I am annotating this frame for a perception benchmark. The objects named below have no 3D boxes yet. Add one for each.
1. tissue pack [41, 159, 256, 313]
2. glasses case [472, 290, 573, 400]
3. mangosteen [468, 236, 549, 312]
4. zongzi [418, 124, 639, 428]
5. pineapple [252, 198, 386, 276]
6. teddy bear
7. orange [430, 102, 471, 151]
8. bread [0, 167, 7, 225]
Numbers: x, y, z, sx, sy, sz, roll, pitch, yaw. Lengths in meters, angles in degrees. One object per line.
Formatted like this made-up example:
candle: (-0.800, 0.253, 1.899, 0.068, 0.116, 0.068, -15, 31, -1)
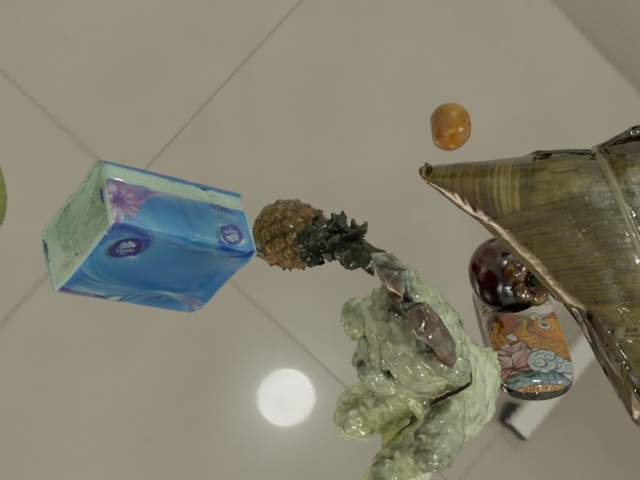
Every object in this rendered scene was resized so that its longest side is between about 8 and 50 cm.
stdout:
tissue pack: (-0.268, 0.003, 1.862, 0.263, 0.198, 0.146, 14, 45, -38)
glasses case: (0.329, 0.151, 1.977, 0.122, 0.321, 0.082, -5, 121, -1)
mangosteen: (0.298, 0.054, 1.844, 0.140, 0.140, 0.140, 0, 89, -16)
zongzi: (0.233, 0.038, 1.107, 0.288, 0.134, 0.286, -1, 73, 10)
pineapple: (-0.001, 0.001, 1.983, 0.128, 0.248, 0.128, -9, 103, -42)
teddy bear: (0.093, 0.206, 1.775, 0.375, 0.327, 0.362, -39, 146, 22)
orange: (0.223, -0.194, 2.051, 0.070, 0.083, 0.083, -5, 91, 9)
bread: (-0.543, -0.114, 1.823, 0.033, 0.228, 0.228, -23, 96, 13)
